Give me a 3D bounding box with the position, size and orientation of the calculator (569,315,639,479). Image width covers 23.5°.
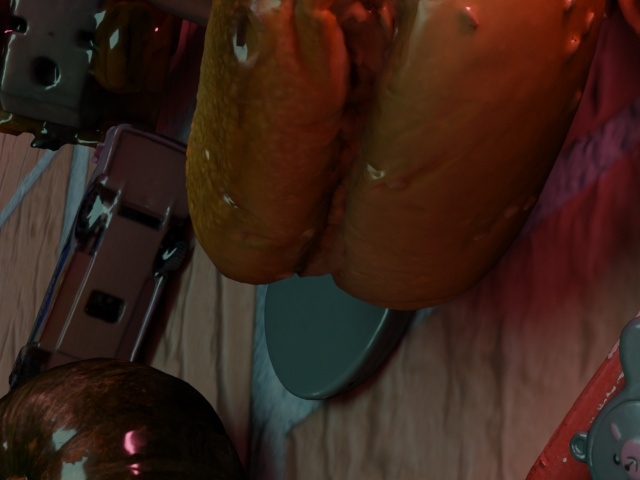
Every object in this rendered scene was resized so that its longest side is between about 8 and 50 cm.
[{"bbox_3d":[0.146,0.059,0.563,0.141,0.019,0.094,-46,55,34],"label":"calculator"}]

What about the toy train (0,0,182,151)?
[{"bbox_3d":[-0.177,-0.255,1.288,0.231,0.163,0.369,-18,-59,-76],"label":"toy train"}]

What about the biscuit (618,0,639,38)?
[{"bbox_3d":[0.220,-0.209,0.573,0.351,0.057,0.312,-25,42,58],"label":"biscuit"}]

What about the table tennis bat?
[{"bbox_3d":[0.000,0.000,0.926,0.149,0.038,0.237,-62,30,16],"label":"table tennis bat"}]

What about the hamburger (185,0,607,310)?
[{"bbox_3d":[0.039,-0.120,0.722,0.314,0.170,0.290,111,170,-61],"label":"hamburger"}]

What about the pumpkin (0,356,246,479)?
[{"bbox_3d":[-0.135,0.180,0.921,0.223,0.157,0.224,-19,61,38],"label":"pumpkin"}]

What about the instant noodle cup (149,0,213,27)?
[{"bbox_3d":[-0.033,-0.297,0.923,0.340,0.340,0.266,-50,41,36],"label":"instant noodle cup"}]

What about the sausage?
[{"bbox_3d":[0.147,0.024,0.603,0.253,0.034,0.034,-59,26,23],"label":"sausage"}]

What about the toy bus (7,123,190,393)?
[{"bbox_3d":[-0.173,0.047,1.180,0.274,0.090,0.112,-68,16,-1],"label":"toy bus"}]
